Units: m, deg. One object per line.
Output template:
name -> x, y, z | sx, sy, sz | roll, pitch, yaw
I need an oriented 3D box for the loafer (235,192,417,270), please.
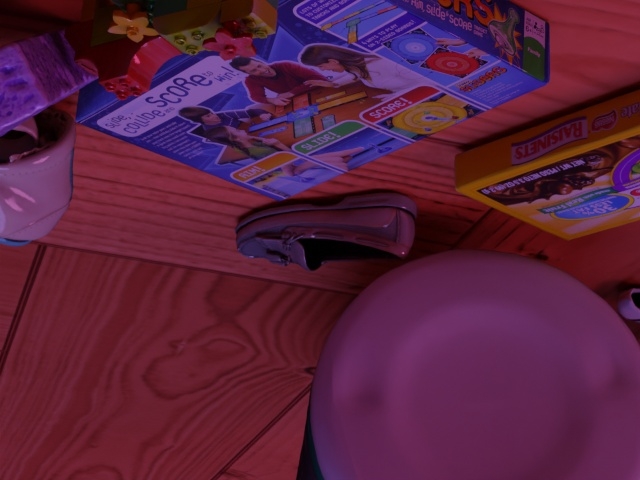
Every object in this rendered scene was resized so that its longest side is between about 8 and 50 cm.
loafer -> 0.000, 0.000, 0.947 | 0.125, 0.039, 0.045 | -10, 155, 30

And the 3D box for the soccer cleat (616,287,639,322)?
soccer cleat -> 0.239, 0.045, 1.034 | 0.083, 0.029, 0.035 | 8, 162, 2

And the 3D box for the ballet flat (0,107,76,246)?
ballet flat -> -0.240, -0.066, 0.799 | 0.248, 0.086, 0.086 | 13, 156, -26

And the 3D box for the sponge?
sponge -> -0.158, -0.049, 0.672 | 0.117, 0.031, 0.210 | -31, -172, 3

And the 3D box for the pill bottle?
pill bottle -> 0.083, 0.171, 1.026 | 0.204, 0.204, 0.361 | 4, 152, -1

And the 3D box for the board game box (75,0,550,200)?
board game box -> -0.008, -0.081, 0.759 | 0.136, 0.035, 0.201 | 21, 152, -36

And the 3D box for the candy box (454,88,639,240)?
candy box -> 0.181, -0.047, 0.822 | 0.105, 0.027, 0.206 | 19, 154, -41

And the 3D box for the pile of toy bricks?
pile of toy bricks -> -0.036, -0.113, 0.592 | 0.212, 0.105, 0.118 | -11, 154, 31
